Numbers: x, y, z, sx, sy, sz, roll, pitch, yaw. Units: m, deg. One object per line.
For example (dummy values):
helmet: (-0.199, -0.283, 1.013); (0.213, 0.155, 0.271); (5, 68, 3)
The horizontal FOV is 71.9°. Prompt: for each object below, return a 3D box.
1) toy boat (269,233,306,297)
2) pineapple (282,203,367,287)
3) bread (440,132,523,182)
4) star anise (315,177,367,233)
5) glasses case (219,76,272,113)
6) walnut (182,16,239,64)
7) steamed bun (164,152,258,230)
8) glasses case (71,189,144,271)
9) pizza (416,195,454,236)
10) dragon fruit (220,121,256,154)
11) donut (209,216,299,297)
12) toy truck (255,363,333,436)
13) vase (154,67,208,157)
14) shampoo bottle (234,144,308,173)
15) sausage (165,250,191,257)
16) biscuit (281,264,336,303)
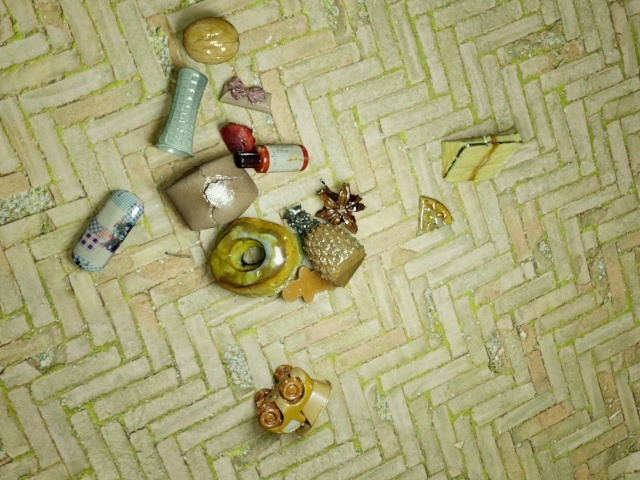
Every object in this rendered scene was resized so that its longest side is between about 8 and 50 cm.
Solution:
toy boat: (-0.145, 0.098, 1.738); (0.111, 0.084, 0.276); (38, 88, -9)
pineapple: (0.000, 0.000, 1.680); (0.202, 0.202, 0.362); (-45, 67, -5)
bread: (0.644, -0.333, 1.775); (0.264, 0.236, 0.198); (-8, 95, -10)
star anise: (0.085, -0.132, 1.740); (0.190, 0.126, 0.220); (14, 116, 16)
glasses case: (-0.276, -0.558, 1.676); (0.194, 0.070, 0.102); (12, 90, -11)
walnut: (-0.397, -0.724, 1.602); (0.207, 0.159, 0.159); (-13, 96, -10)
steamed bun: (-0.391, -0.177, 1.615); (0.301, 0.199, 0.251); (-31, 99, -8)
glasses case: (-0.778, -0.036, 1.615); (0.125, 0.076, 0.327); (35, 87, -12)
pizza: (0.454, -0.096, 1.859); (0.176, 0.036, 0.184); (-44, 100, -5)
dragon fruit: (-0.288, -0.390, 1.660); (0.111, 0.153, 0.153); (-43, 100, -23)
donut: (-0.252, 0.055, 1.636); (0.331, 0.160, 0.329); (-3, 76, 14)
toy truck: (-0.112, 0.623, 1.719); (0.212, 0.204, 0.288); (39, 85, -13)
vase: (-0.498, -0.467, 1.611); (0.143, 0.143, 0.298); (14, 89, -11)
shampoo bottle: (-0.184, -0.303, 1.640); (0.278, 0.104, 0.104); (-10, 96, -36)
sausage: (-0.546, 0.055, 1.695); (0.101, 0.015, 0.015); (10, 92, -11)
biscuit: (-0.047, 0.166, 1.742); (0.250, 0.036, 0.165); (-23, 116, -25)
